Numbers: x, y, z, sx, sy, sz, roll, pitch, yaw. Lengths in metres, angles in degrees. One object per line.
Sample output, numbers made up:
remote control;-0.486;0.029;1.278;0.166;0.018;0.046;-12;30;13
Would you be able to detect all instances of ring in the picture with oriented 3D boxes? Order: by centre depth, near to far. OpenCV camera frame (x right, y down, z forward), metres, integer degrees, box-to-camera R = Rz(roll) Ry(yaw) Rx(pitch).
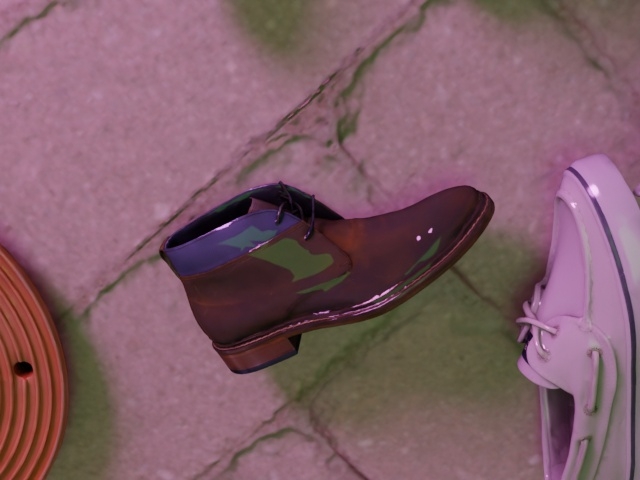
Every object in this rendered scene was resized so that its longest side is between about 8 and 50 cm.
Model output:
ring;-0.351;0.095;0.641;0.337;0.032;0.336;0;111;-1

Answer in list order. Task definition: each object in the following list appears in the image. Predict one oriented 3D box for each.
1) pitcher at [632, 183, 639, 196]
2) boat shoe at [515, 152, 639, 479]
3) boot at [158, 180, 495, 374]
pitcher;0.311;-0.017;0.502;0.207;0.178;0.125;35;77;5
boat shoe;0.180;0.072;0.617;0.088;0.096;0.267;-14;120;-1
boot;0.000;0.000;0.585;0.219;0.082;0.106;-31;112;12
